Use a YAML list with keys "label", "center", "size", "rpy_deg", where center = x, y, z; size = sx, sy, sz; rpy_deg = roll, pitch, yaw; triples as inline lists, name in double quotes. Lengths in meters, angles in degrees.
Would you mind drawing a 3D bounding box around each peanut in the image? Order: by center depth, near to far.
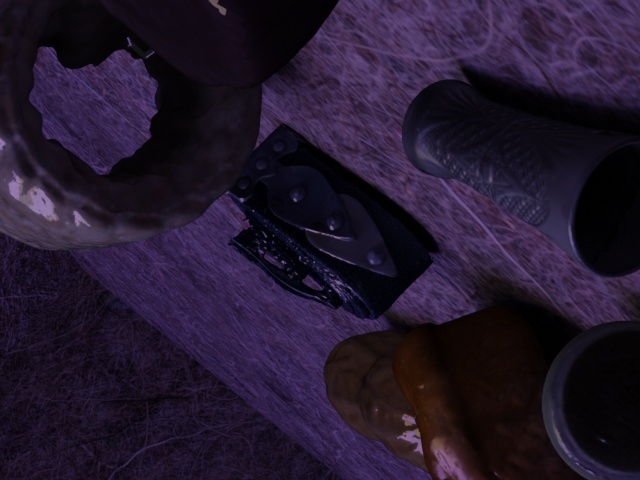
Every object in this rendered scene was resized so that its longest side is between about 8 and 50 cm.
- label: "peanut"
  center: [0.106, 0.188, 2.020]
  size: [0.152, 0.152, 0.313]
  rpy_deg: [48, 169, -27]

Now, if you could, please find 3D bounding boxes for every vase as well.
- label: "vase"
  center: [0.145, -0.054, 1.175]
  size: [0.096, 0.096, 0.219]
  rpy_deg: [50, 169, -35]

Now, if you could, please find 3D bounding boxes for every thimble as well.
- label: "thimble"
  center: [-0.210, -0.139, 1.554]
  size: [0.291, 0.291, 0.195]
  rpy_deg: [45, 160, -16]

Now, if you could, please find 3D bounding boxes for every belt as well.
- label: "belt"
  center: [0.001, 0.000, 1.729]
  size: [0.218, 0.128, 0.122]
  rpy_deg: [37, 168, 28]

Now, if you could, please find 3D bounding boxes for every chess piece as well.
- label: "chess piece"
  center: [0.265, 0.146, 1.476]
  size: [0.139, 0.139, 0.271]
  rpy_deg: [40, 180, 10]

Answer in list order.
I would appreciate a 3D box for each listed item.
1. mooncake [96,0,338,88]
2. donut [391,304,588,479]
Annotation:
- label: "mooncake"
  center: [-0.101, -0.243, 1.127]
  size: [0.306, 0.154, 0.306]
  rpy_deg: [39, 167, 11]
- label: "donut"
  center: [0.186, 0.221, 1.651]
  size: [0.317, 0.150, 0.299]
  rpy_deg: [63, -173, -58]
